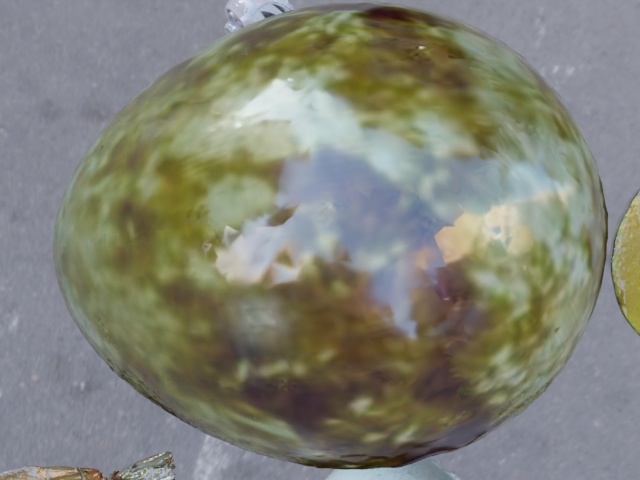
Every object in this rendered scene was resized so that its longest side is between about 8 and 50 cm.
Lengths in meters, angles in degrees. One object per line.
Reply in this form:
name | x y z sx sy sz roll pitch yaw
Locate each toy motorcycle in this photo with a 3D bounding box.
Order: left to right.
toy motorcycle | -0.023 -0.200 1.263 0.112 0.112 0.254 -23 52 -27

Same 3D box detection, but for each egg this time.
egg | 0.000 0.000 0.612 0.290 0.238 0.238 -7 59 10

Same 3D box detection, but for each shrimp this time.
shrimp | -0.194 0.192 0.884 0.180 0.099 0.041 -19 36 -2

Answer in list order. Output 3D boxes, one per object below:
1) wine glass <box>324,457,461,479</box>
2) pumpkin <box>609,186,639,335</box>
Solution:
wine glass | 0.014 0.359 1.135 0.190 0.190 0.357 39 57 8
pumpkin | 0.366 0.005 1.128 0.218 0.110 0.217 -1 101 -7
